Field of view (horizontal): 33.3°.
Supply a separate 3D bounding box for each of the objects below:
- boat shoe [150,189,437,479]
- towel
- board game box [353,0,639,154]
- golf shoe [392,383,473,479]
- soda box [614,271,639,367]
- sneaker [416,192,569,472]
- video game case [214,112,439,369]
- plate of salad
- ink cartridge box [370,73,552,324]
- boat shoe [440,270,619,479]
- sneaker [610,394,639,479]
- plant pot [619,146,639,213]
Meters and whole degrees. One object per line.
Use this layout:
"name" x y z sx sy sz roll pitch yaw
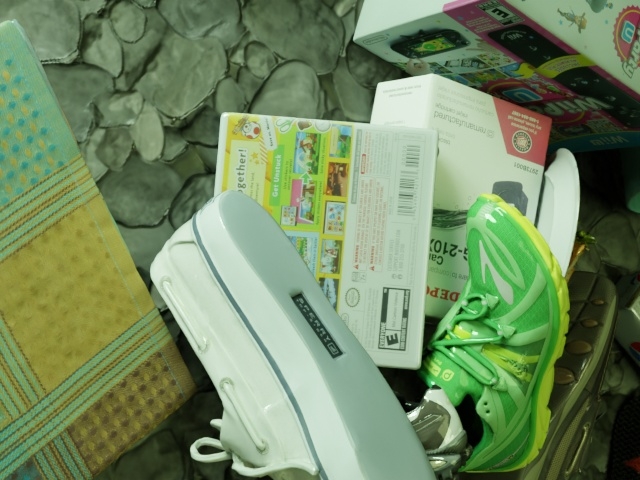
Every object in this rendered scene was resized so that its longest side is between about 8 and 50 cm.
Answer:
"boat shoe" -0.040 0.148 0.919 0.367 0.156 0.136 57 25 8
"towel" -0.271 0.045 0.859 0.271 0.040 0.370 -38 114 -35
"board game box" 0.222 -0.197 1.098 0.303 0.224 0.097 24 77 -31
"golf shoe" 0.043 0.183 1.017 0.077 0.198 0.094 -26 103 -69
"soda box" 0.438 0.138 1.312 0.216 0.069 0.074 48 66 -11
"sneaker" 0.158 0.102 1.015 0.123 0.109 0.295 -13 114 -24
"video game case" 0.000 0.000 1.007 0.206 0.026 0.227 5 88 0
"plate of salad" 0.243 0.002 1.134 0.048 0.200 0.200 11 84 -6
"ink cartridge box" 0.130 -0.031 1.111 0.172 0.100 0.237 14 84 -32
"boat shoe" 0.232 0.200 1.182 0.355 0.132 0.130 -59 138 -12
"sneaker" 0.402 0.270 1.330 0.075 0.057 0.161 22 77 -49
"plant pot" 0.476 -0.182 1.242 0.293 0.293 0.235 -1 75 -33
